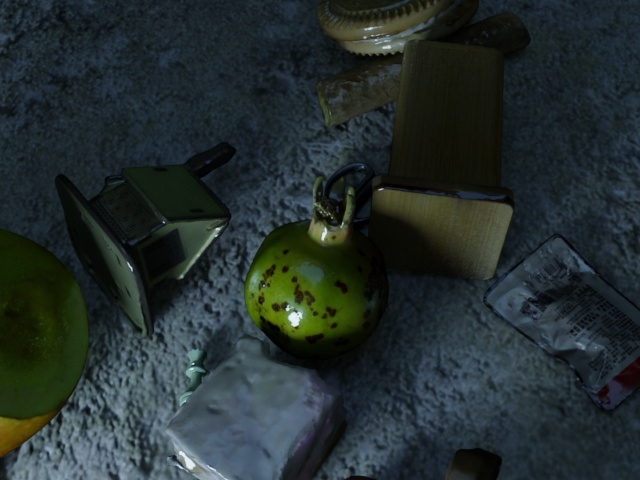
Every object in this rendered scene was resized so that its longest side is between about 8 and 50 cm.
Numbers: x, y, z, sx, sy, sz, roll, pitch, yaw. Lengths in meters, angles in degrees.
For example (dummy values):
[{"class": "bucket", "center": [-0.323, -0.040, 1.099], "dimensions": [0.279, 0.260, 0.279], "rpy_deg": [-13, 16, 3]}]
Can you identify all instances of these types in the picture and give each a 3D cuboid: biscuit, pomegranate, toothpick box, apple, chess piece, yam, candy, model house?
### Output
[{"class": "biscuit", "center": [0.124, -0.375, 1.736], "dimensions": [0.259, 0.079, 0.259], "rpy_deg": [-14, 33, 9]}, {"class": "pomegranate", "center": [-0.005, 0.035, 1.446], "dimensions": [0.198, 0.198, 0.246], "rpy_deg": [-4, 96, 5]}, {"class": "toothpick box", "center": [0.174, -0.125, 1.545], "dimensions": [0.187, 0.190, 0.308], "rpy_deg": [6, 54, 4]}, {"class": "apple", "center": [-0.502, 0.112, 1.386], "dimensions": [0.384, 0.374, 0.374], "rpy_deg": [-31, 59, -15]}, {"class": "chess piece", "center": [-0.170, 0.187, 1.480], "dimensions": [0.042, 0.042, 0.093], "rpy_deg": [-6, 50, 4]}, {"class": "yam", "center": [0.160, -0.275, 1.711], "dimensions": [0.356, 0.081, 0.081], "rpy_deg": [-22, 57, -9]}, {"class": "candy", "center": [-0.084, 0.238, 1.377], "dimensions": [0.184, 0.137, 0.195], "rpy_deg": [31, 68, 24]}, {"class": "model house", "center": [-0.199, -0.036, 1.545], "dimensions": [0.278, 0.205, 0.218], "rpy_deg": [-31, 59, -21]}]

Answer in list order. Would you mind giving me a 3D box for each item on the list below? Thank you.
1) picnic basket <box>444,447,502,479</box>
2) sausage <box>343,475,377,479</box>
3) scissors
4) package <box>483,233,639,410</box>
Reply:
[{"class": "picnic basket", "center": [0.122, 0.380, 1.167], "dimensions": [0.291, 0.254, 0.321], "rpy_deg": [19, 84, 18]}, {"class": "sausage", "center": [0.064, 0.329, 1.345], "dimensions": [0.094, 0.059, 0.054], "rpy_deg": [33, 23, 25]}, {"class": "scissors", "center": [0.000, 0.000, 1.584], "dimensions": [0.109, 0.022, 0.300], "rpy_deg": [29, 65, 24]}, {"class": "package", "center": [0.351, 0.107, 1.465], "dimensions": [0.154, 0.030, 0.239], "rpy_deg": [-36, 60, -16]}]
